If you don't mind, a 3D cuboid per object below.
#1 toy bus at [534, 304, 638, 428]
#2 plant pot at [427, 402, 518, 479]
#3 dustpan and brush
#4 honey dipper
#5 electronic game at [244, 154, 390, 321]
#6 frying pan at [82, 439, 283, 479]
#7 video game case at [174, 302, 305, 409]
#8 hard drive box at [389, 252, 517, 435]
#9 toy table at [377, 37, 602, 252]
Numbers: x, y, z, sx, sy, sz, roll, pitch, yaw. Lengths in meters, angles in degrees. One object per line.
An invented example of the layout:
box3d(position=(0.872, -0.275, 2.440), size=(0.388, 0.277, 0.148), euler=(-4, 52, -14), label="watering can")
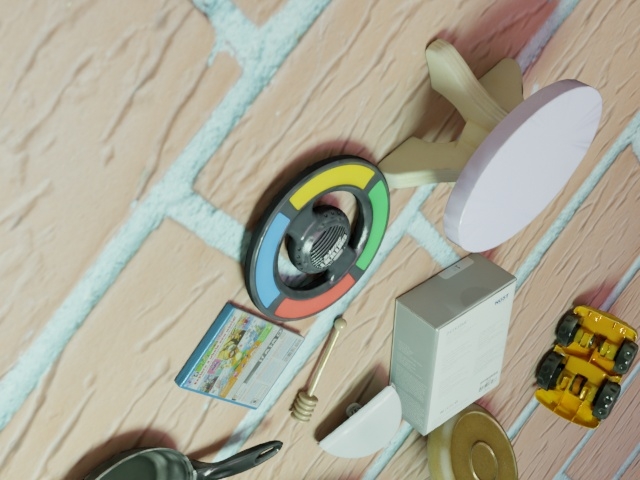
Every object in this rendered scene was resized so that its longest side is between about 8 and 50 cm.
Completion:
box3d(position=(0.544, 0.231, 1.931), size=(0.211, 0.149, 0.220), euler=(-14, 127, -58), label="toy bus")
box3d(position=(0.275, 0.390, 1.703), size=(0.032, 0.236, 0.236), euler=(-25, 164, 40), label="plant pot")
box3d(position=(0.080, 0.299, 1.543), size=(0.147, 0.060, 0.211), euler=(-39, 136, -2), label="dustpan and brush")
box3d(position=(0.001, 0.181, 1.376), size=(0.030, 0.030, 0.161), euler=(10, 108, -51), label="honey dipper")
box3d(position=(0.000, 0.000, 1.211), size=(0.229, 0.048, 0.229), euler=(-29, 137, -31), label="electronic game")
box3d(position=(-0.196, 0.295, 1.230), size=(0.326, 0.053, 0.197), euler=(-37, 141, -24), label="frying pan")
box3d(position=(-0.099, 0.151, 1.251), size=(0.119, 0.015, 0.166), euler=(-55, 144, 3), label="video game case")
box3d(position=(0.203, 0.161, 1.529), size=(0.181, 0.089, 0.232), euler=(-27, 136, -32), label="hard drive box")
box3d(position=(0.211, -0.125, 1.249), size=(0.274, 0.161, 0.252), euler=(-33, 138, -27), label="toy table")
